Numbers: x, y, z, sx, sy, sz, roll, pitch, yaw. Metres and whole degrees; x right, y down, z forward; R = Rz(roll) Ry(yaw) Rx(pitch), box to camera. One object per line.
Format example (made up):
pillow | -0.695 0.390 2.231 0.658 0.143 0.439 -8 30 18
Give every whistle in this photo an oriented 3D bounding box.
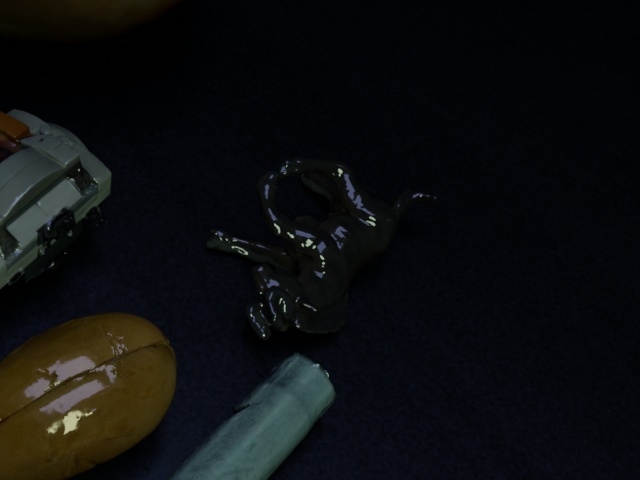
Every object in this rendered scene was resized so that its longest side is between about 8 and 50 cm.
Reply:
whistle | -0.096 0.202 1.081 0.062 0.062 0.312 35 51 13

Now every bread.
bread | -0.195 0.123 1.087 0.189 0.077 0.114 -29 84 -22

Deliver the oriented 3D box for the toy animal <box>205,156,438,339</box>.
toy animal | 0.000 0.000 1.275 0.148 0.084 0.233 47 52 7

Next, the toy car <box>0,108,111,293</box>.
toy car | -0.337 -0.071 1.198 0.301 0.118 0.193 35 53 14

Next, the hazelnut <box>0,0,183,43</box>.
hazelnut | -0.257 -0.359 1.322 0.366 0.365 0.365 8 50 -10
